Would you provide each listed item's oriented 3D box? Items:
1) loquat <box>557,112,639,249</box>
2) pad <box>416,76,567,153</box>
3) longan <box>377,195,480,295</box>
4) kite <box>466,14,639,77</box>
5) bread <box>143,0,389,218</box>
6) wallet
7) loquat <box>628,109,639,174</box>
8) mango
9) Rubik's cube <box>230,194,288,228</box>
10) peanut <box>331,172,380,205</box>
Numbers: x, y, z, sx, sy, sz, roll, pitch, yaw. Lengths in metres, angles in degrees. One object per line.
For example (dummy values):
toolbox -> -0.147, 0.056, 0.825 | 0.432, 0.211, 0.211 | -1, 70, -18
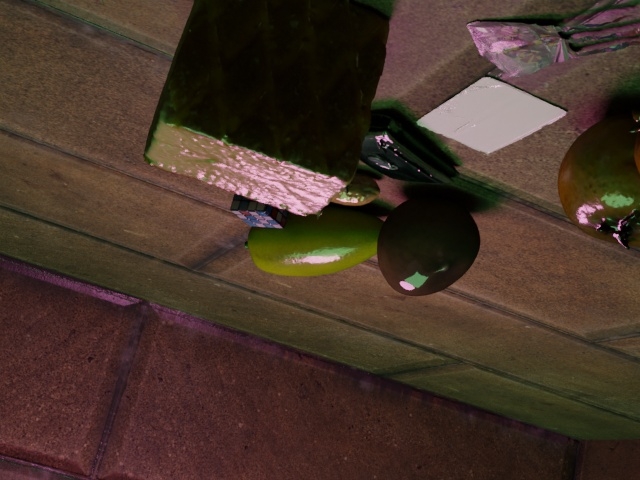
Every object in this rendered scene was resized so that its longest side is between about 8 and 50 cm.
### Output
loquat -> 0.461, -0.083, 1.422 | 0.213, 0.213, 0.213 | 13, 162, 4
pad -> 0.271, -0.198, 1.537 | 0.156, 0.004, 0.232 | 19, 162, -18
longan -> 0.214, 0.007, 1.899 | 0.196, 0.196, 0.220 | 26, 125, -33
kite -> 0.320, -0.266, 1.273 | 0.245, 0.015, 0.141 | 3, 161, 41
bread -> -0.075, -0.211, 1.336 | 0.279, 0.279, 0.207 | 21, 163, -12
wallet -> 0.126, -0.156, 1.705 | 0.160, 0.055, 0.236 | 7, 163, 41
loquat -> 0.509, -0.135, 1.229 | 0.208, 0.208, 0.208 | 13, 162, 4
mango -> 0.000, 0.000, 2.102 | 0.343, 0.156, 0.192 | -3, 173, 27
Rubik's cube -> -0.124, -0.086, 2.035 | 0.092, 0.092, 0.092 | 4, 160, 30
peanut -> 0.033, -0.111, 1.874 | 0.174, 0.080, 0.080 | 12, 163, -4
